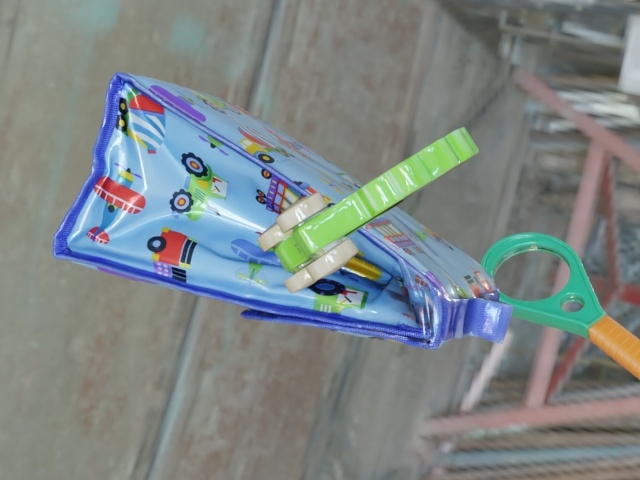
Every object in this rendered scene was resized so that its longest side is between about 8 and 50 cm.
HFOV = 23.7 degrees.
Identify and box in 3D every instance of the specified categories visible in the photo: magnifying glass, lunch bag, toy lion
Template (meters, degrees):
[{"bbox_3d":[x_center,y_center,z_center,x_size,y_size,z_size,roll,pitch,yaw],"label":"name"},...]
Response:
[{"bbox_3d":[0.238,0.067,1.397,0.092,0.231,0.026,-34,137,-18],"label":"magnifying glass"},{"bbox_3d":[0.000,0.000,1.078,0.221,0.293,0.138,3,108,-75],"label":"lunch bag"},{"bbox_3d":[0.024,-0.018,0.679,0.096,0.034,0.100,-32,179,-13],"label":"toy lion"}]
